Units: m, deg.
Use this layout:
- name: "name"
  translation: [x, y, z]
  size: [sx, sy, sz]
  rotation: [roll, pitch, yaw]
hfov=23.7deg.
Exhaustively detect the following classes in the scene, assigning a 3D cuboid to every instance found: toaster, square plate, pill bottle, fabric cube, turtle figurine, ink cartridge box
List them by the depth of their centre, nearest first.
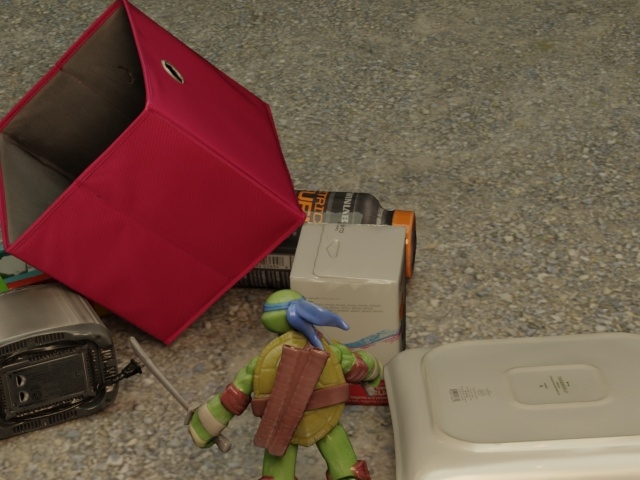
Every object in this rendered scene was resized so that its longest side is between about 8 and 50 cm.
- name: "square plate"
  translation: [0.242, 0.169, 1.562]
  size: [0.344, 0.049, 0.347]
  rotation: [-3, 18, 1]
- name: "turtle figurine"
  translation: [-0.027, 0.191, 1.590]
  size: [0.197, 0.266, 0.274]
  rotation: [-4, -10, -42]
- name: "toaster"
  translation: [-0.334, 0.132, 1.780]
  size: [0.227, 0.129, 0.146]
  rotation: [-15, 32, -17]
- name: "ink cartridge box"
  translation: [0.035, 0.084, 1.782]
  size: [0.127, 0.176, 0.128]
  rotation: [1, 32, 7]
- name: "fabric cube"
  translation: [-0.211, -0.083, 1.844]
  size: [0.259, 0.258, 0.254]
  rotation: [-43, 36, 18]
- name: "pill bottle"
  translation: [0.000, 0.000, 1.965]
  size: [0.245, 0.130, 0.130]
  rotation: [3, 32, 7]

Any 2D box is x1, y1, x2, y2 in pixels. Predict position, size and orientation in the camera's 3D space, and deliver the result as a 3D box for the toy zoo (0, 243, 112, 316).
- name: "toy zoo"
  translation: [-0.338, 0.047, 2.007]
  size: [0.293, 0.030, 0.192]
  rotation: [-16, 34, -20]
